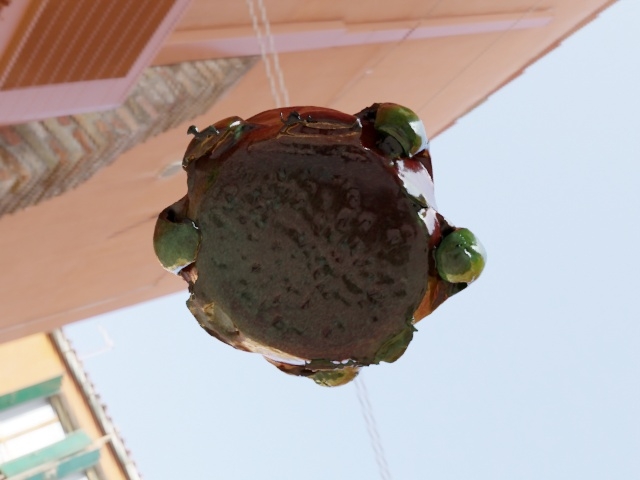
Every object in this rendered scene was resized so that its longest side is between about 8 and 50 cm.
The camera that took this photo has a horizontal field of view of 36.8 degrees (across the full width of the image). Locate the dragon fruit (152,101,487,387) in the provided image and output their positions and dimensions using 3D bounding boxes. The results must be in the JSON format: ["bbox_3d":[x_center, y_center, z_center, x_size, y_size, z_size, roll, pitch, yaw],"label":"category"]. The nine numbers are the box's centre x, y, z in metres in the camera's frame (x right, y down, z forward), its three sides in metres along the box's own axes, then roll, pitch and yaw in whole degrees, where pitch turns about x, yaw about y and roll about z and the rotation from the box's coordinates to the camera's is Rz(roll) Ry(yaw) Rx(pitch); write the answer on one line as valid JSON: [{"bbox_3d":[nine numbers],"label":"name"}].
[{"bbox_3d":[0.000,0.000,0.869,0.295,0.130,0.268,13,-88,7],"label":"dragon fruit"}]
